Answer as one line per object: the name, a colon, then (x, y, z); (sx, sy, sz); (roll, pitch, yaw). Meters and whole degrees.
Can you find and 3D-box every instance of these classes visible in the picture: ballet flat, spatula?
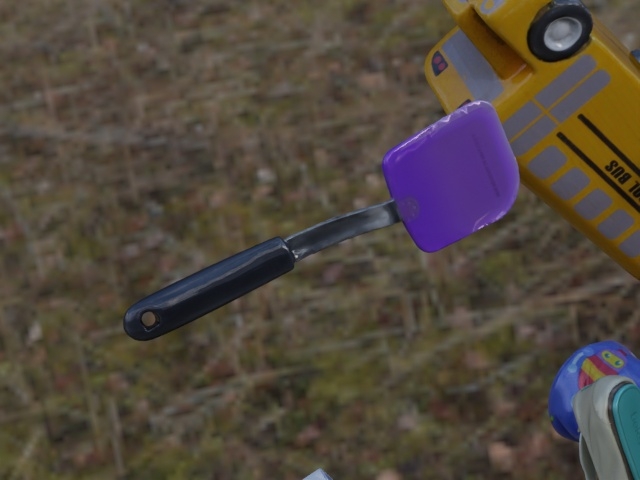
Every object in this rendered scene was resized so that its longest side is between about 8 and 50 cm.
ballet flat: (0.296, 0.248, 1.718); (0.086, 0.248, 0.086); (-15, 2, 1)
spatula: (0.000, 0.000, 1.241); (0.296, 0.084, 0.030); (-25, 14, 0)

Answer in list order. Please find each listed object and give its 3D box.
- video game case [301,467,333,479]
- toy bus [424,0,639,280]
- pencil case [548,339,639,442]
video game case: (-0.033, 0.379, 1.606); (0.244, 0.061, 0.269); (-34, 55, 3)
toy bus: (0.192, -0.102, 1.361); (0.130, 0.332, 0.108); (-41, 43, 16)
pencil case: (0.369, 0.220, 1.829); (0.119, 0.133, 0.306); (-33, 48, -26)
